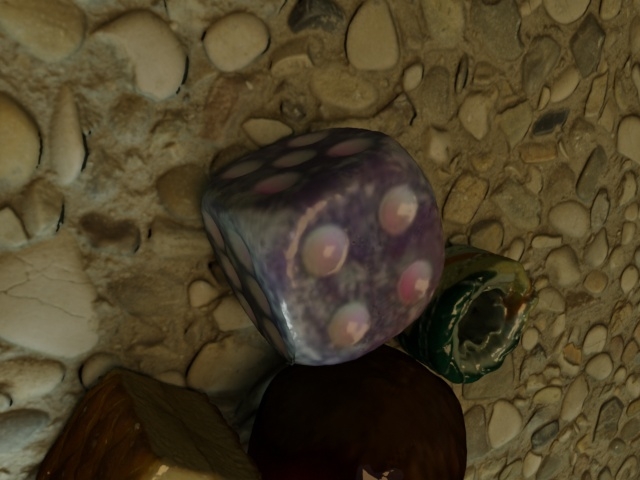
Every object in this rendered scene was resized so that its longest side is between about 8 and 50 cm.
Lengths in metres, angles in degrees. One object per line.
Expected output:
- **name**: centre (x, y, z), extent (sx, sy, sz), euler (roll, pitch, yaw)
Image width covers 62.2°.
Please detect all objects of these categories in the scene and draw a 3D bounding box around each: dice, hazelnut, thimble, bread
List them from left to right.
- **bread**: centre (-0.258, 0.363, 0.750), extent (0.207, 0.279, 0.279), euler (30, 91, -34)
- **dice**: centre (0.000, 0.000, 0.796), extent (0.271, 0.270, 0.270), euler (-28, 118, -21)
- **hazelnut**: centre (0.050, 0.370, 0.884), extent (0.353, 0.421, 0.420), euler (19, 96, -3)
- **thimble**: centre (0.300, 0.144, 1.094), extent (0.288, 0.167, 0.254), euler (-30, 119, -20)
